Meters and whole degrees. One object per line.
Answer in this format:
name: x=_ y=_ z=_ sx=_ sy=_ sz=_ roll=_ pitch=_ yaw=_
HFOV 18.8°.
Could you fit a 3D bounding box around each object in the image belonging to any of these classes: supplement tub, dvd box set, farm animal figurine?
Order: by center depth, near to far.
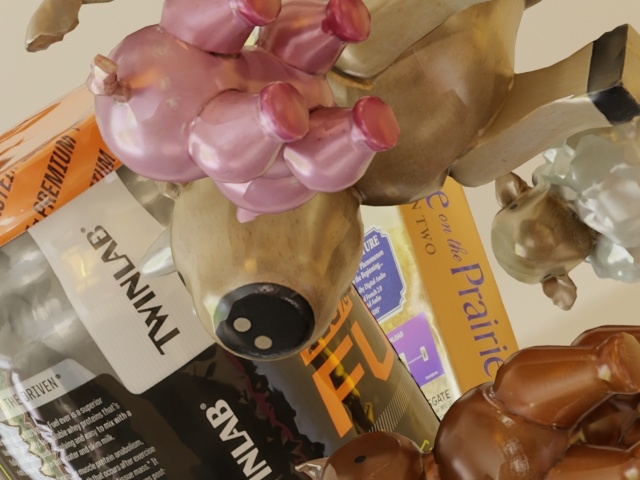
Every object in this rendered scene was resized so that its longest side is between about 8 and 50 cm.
farm animal figurine: x=0.000 y=-0.059 z=0.642 sx=0.172 sy=0.327 sz=0.330 roll=-23 pitch=-70 yaw=36
supplement tub: x=-0.058 y=0.083 z=0.930 sx=0.194 sy=0.193 sz=0.316 roll=-31 pitch=-75 yaw=7
dvd box set: x=0.000 y=0.000 z=1.386 sx=0.062 sy=0.420 sz=0.307 roll=-11 pitch=-15 yaw=-31
